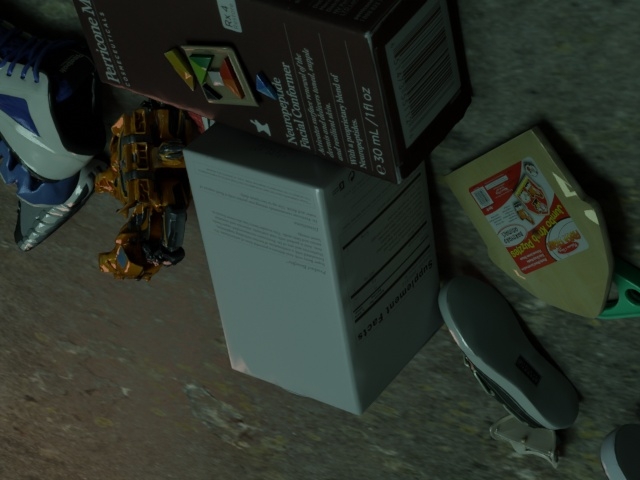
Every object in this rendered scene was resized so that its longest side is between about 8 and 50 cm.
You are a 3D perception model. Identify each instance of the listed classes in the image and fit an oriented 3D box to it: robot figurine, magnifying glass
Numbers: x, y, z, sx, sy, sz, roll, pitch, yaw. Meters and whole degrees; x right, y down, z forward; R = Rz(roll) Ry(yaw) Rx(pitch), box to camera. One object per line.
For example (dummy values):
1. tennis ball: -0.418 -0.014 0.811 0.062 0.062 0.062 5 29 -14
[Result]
1. robot figurine: -0.201 -0.057 2.005 0.085 0.211 0.291 -1 164 -14
2. magnifying glass: 0.320 0.055 1.734 0.231 0.026 0.092 16 141 34

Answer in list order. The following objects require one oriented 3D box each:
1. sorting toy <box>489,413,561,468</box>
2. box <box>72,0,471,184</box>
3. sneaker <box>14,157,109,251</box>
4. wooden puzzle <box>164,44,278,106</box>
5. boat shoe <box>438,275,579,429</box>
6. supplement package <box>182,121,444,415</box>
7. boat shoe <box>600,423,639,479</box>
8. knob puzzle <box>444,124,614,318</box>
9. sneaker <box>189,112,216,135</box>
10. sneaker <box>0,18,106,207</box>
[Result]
1. sorting toy: 0.246 0.234 2.034 0.083 0.045 0.075 20 151 30
2. box: -0.057 -0.212 1.696 0.381 0.143 0.191 21 145 32
3. sneaker: -0.362 -0.083 2.262 0.132 0.086 0.228 48 139 -3
4. wooden puzzle: -0.096 -0.154 1.666 0.116 0.014 0.079 0 131 47
5. boat shoe: 0.190 0.129 1.920 0.219 0.078 0.070 50 147 -18
6. supplement package: 0.000 0.000 1.829 0.177 0.175 0.293 17 134 32
7. boat shoe: 0.394 0.322 1.911 0.306 0.113 0.105 40 136 -17
8. knob puzzle: 0.224 -0.011 1.729 0.213 0.030 0.213 36 145 30
9. sneaker: -0.082 -0.109 1.904 0.092 0.088 0.225 14 145 24
10. sneaker: -0.348 -0.205 2.059 0.182 0.127 0.315 -31 100 44
